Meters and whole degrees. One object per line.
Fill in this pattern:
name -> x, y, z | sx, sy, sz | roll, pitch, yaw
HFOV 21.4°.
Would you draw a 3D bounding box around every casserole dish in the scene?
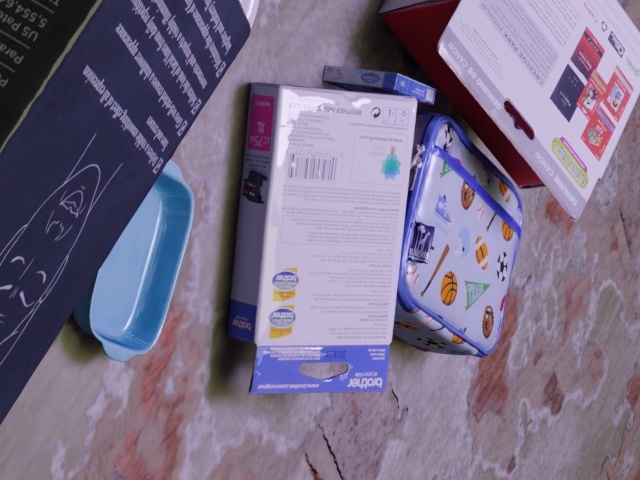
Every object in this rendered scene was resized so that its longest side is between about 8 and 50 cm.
casserole dish -> -0.172, 0.014, 1.529 | 0.114, 0.037, 0.188 | 30, 73, -57

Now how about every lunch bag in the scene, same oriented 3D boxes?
lunch bag -> 0.132, -0.011, 1.945 | 0.303, 0.115, 0.243 | 41, 61, -55

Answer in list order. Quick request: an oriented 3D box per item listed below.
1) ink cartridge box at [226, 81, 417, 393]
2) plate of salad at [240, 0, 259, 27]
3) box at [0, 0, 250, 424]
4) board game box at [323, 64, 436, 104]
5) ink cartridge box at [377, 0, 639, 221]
ink cartridge box -> 0.000, 0.000, 1.735 | 0.185, 0.065, 0.311 | 2, 94, -39
plate of salad -> -0.105, -0.244, 1.558 | 0.200, 0.048, 0.200 | -21, 116, -52
box -> -0.246, -0.062, 1.044 | 0.395, 0.212, 0.293 | -58, 170, -7
board game box -> 0.064, -0.166, 1.814 | 0.090, 0.090, 0.020 | 13, 88, -58
ink cartridge box -> 0.219, -0.211, 1.943 | 0.309, 0.130, 0.272 | 47, 56, -31
